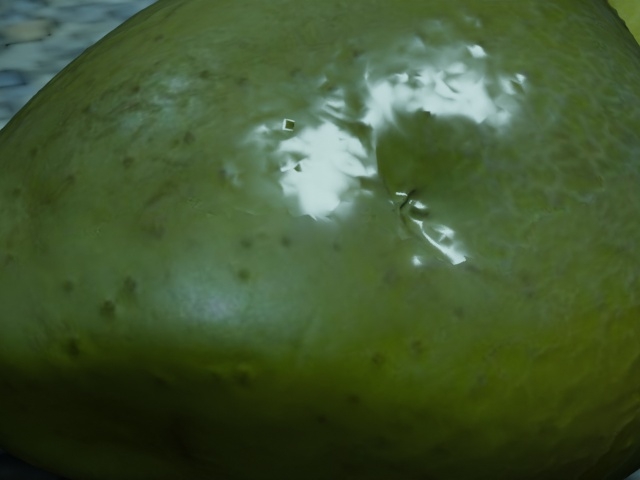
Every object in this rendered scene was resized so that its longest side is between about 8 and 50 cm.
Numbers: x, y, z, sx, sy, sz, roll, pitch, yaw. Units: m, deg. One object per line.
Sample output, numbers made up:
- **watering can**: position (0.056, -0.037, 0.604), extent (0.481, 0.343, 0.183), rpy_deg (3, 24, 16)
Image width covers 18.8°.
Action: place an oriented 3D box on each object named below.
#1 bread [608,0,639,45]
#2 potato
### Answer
- **bread**: position (0.167, -0.040, 0.609), extent (0.149, 0.065, 0.188), rpy_deg (-35, 60, -27)
- **potato**: position (0.000, 0.000, 0.475), extent (0.194, 0.157, 0.157), rpy_deg (-14, 45, -7)
